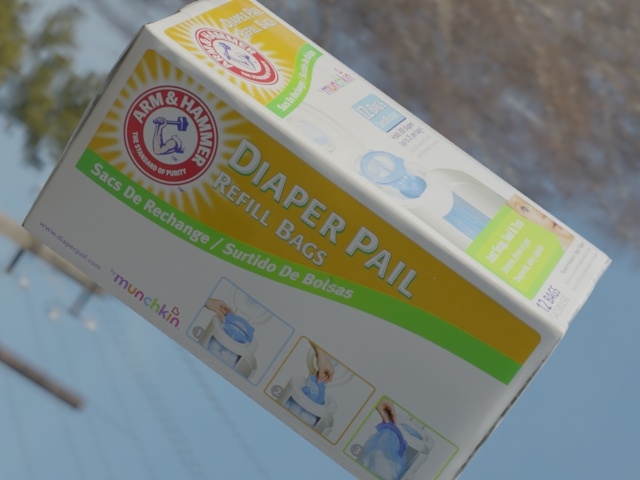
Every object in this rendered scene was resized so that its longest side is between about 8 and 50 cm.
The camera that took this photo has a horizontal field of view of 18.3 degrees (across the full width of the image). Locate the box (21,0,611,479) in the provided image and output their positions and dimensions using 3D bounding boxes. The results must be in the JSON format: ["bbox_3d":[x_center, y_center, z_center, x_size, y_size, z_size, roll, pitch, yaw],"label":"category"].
[{"bbox_3d":[0.000,0.000,0.815,0.103,0.203,0.114,-56,174,22],"label":"box"}]
